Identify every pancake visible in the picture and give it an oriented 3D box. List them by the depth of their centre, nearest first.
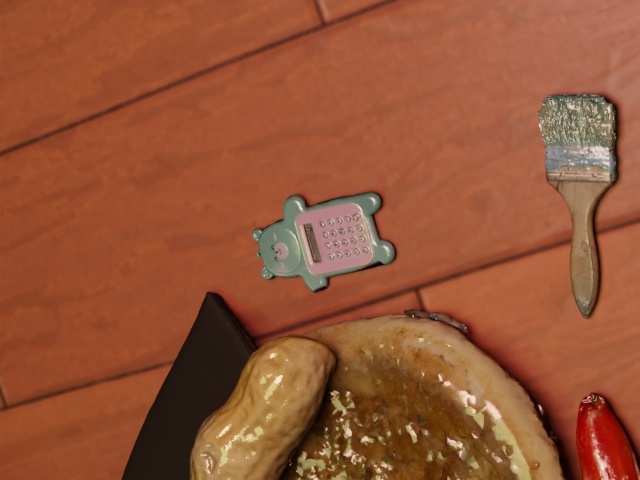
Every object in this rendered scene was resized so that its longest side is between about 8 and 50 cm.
[{"bbox_3d":[0.064,0.246,1.636,0.382,0.071,0.382,5,99,32],"label":"pancake"}]

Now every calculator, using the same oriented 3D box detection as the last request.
[{"bbox_3d":[0.000,0.000,1.656,0.141,0.019,0.094,-13,98,29],"label":"calculator"}]

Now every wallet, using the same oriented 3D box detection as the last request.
[{"bbox_3d":[-0.128,0.180,1.732,0.124,0.025,0.244,51,125,43],"label":"wallet"}]

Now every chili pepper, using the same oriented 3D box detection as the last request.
[{"bbox_3d":[0.250,0.214,1.557,0.088,0.065,0.169,-9,90,54],"label":"chili pepper"}]

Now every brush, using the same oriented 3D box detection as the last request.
[{"bbox_3d":[0.222,-0.027,1.533,0.070,0.021,0.196,2,103,29],"label":"brush"}]

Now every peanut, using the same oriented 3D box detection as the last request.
[{"bbox_3d":[-0.057,0.176,1.617,0.099,0.099,0.214,41,110,14],"label":"peanut"}]
